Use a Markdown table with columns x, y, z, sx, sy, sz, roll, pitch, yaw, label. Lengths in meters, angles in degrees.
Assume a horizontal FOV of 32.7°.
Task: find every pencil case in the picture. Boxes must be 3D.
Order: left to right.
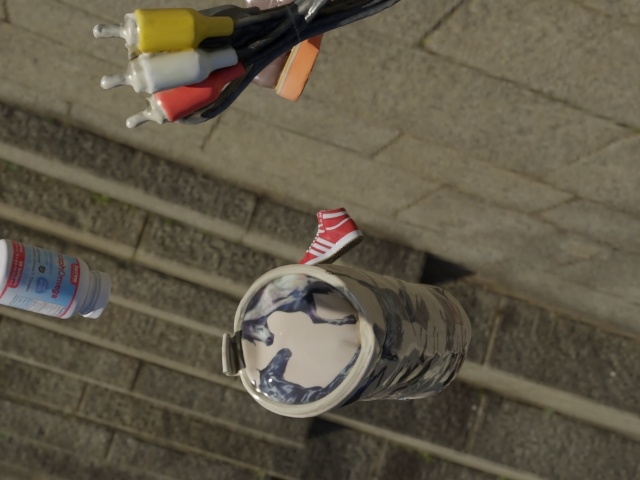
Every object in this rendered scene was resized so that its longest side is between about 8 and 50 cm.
| x | y | z | sx | sy | sz | roll | pitch | yaw | label |
| --- | --- | --- | --- | --- | --- | --- | --- | --- | --- |
| 0.042 | 0.119 | 1.284 | 0.183 | 0.160 | 0.410 | -23 | 167 | 19 | pencil case |

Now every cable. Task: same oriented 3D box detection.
| x | y | z | sx | sy | sz | roll | pitch | yaw | label |
| --- | --- | --- | --- | --- | --- | --- | --- | --- | --- |
| -0.042 | -0.165 | 0.924 | 0.287 | 0.072 | 0.139 | -15 | 138 | -3 | cable |

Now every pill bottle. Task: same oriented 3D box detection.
| x | y | z | sx | sy | sz | roll | pitch | yaw | label |
| --- | --- | --- | --- | --- | --- | --- | --- | --- | --- |
| -0.373 | 0.058 | 1.493 | 0.160 | 0.087 | 0.087 | 17 | 170 | -32 | pill bottle |

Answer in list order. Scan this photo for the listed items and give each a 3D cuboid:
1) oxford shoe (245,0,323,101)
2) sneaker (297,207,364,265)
| x | y | z | sx | sy | sz | roll | pitch | yaw | label |
| --- | --- | --- | --- | --- | --- | --- | --- | --- | --- |
| -0.034 | -0.355 | 1.428 | 0.132 | 0.364 | 0.130 | 19 | -148 | -5 | oxford shoe |
| 0.000 | 0.000 | 1.554 | 0.118 | 0.067 | 0.042 | -34 | 161 | 16 | sneaker |
